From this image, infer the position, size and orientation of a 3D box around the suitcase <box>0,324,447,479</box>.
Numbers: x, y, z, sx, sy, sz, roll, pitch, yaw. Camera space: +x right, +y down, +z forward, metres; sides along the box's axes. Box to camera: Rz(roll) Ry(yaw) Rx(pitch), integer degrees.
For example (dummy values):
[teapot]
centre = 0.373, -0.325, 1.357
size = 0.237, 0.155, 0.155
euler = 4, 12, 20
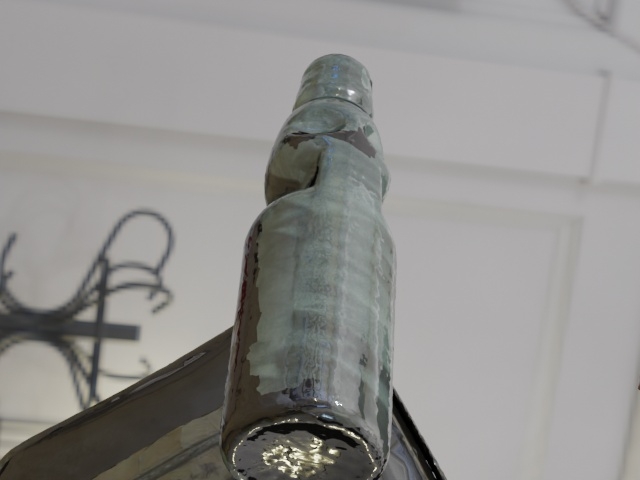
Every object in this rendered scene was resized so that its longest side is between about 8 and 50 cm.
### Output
[suitcase]
centre = -0.021, 0.252, 0.783
size = 0.434, 0.283, 0.194
euler = 62, 2, 38

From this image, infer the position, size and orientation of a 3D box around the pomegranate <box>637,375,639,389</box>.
[pomegranate]
centre = 0.341, 0.105, 0.767
size = 0.319, 0.319, 0.319
euler = -174, -90, -79

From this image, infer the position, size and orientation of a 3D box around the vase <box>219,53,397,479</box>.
[vase]
centre = 0.000, 0.000, 0.527
size = 0.211, 0.059, 0.060
euler = -86, -171, -45
